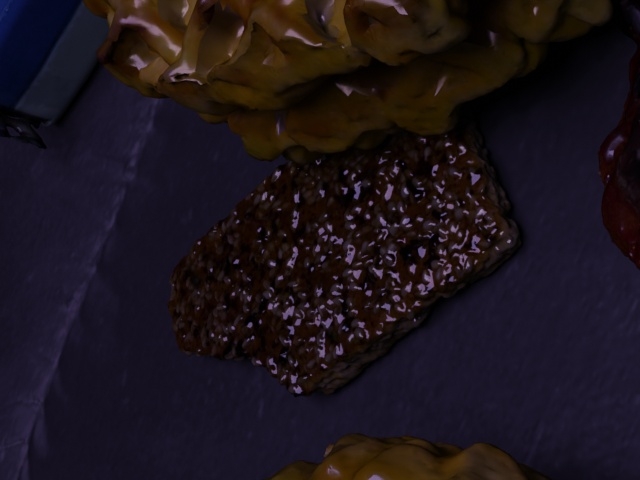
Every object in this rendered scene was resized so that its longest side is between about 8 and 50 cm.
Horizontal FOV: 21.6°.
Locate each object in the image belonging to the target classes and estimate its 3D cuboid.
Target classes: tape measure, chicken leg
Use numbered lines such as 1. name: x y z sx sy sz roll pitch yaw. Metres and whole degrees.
1. tape measure: -0.151 -0.256 1.079 0.351 0.098 0.215 -53 47 21
2. chicken leg: 0.162 -0.019 0.700 0.089 0.048 0.219 -37 45 6

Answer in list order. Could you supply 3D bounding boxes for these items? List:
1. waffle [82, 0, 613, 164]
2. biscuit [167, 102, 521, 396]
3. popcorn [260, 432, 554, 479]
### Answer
1. waffle: 0.013 -0.178 0.822 0.324 0.151 0.261 -9 61 48
2. biscuit: 0.000 0.012 0.886 0.237 0.026 0.131 -40 51 33
3. popcorn: 0.014 0.197 0.688 0.250 0.190 0.250 -43 11 11
